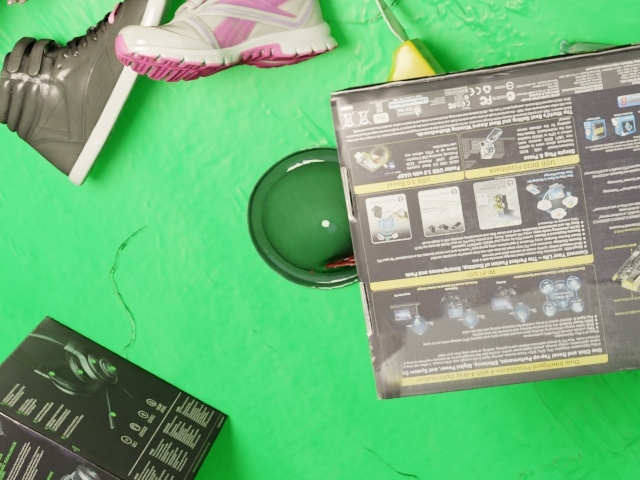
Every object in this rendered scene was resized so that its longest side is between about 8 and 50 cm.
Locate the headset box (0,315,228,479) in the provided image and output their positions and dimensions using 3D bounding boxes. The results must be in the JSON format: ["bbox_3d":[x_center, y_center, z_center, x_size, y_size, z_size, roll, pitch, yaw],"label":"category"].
[{"bbox_3d":[-0.285,0.239,1.774,0.283,0.246,0.131,29,112,-1],"label":"headset box"}]

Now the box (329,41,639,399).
[{"bbox_3d":[0.227,-0.023,1.484,0.394,0.097,0.318,-9,96,12],"label":"box"}]

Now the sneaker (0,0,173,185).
[{"bbox_3d":[-0.271,-0.211,1.683,0.147,0.104,0.296,29,117,-6],"label":"sneaker"}]

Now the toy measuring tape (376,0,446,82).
[{"bbox_3d":[0.068,-0.175,1.635,0.121,0.121,0.330,-37,90,21],"label":"toy measuring tape"}]

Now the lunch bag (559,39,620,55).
[{"bbox_3d":[0.342,-0.067,1.589,0.223,0.160,0.262,6,105,8],"label":"lunch bag"}]

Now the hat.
[{"bbox_3d":[0.000,0.000,1.664,0.208,0.183,0.173,-28,104,19],"label":"hat"}]

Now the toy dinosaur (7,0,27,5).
[{"bbox_3d":[-0.358,-0.344,1.648,0.313,0.121,0.160,-4,122,17],"label":"toy dinosaur"}]

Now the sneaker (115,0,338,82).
[{"bbox_3d":[-0.107,-0.237,1.613,0.103,0.252,0.111,-10,91,59],"label":"sneaker"}]
